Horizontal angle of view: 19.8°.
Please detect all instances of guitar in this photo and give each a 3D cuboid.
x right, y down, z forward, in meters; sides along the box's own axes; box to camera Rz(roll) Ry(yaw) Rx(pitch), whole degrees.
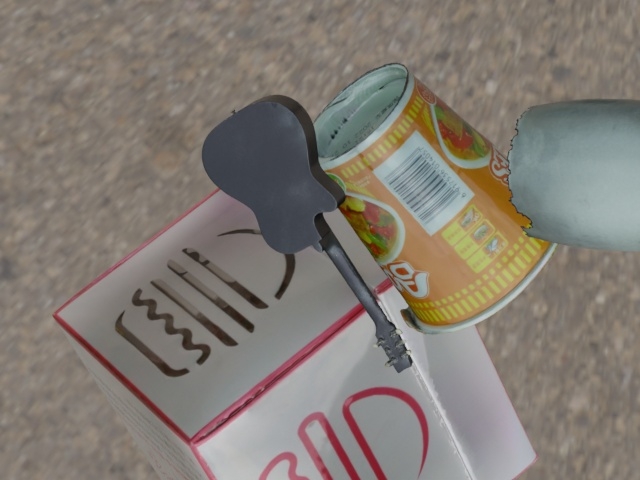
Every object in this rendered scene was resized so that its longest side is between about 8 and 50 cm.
[{"bbox_3d":[0.000,0.000,1.371,0.088,0.025,0.233,-31,94,27],"label":"guitar"}]

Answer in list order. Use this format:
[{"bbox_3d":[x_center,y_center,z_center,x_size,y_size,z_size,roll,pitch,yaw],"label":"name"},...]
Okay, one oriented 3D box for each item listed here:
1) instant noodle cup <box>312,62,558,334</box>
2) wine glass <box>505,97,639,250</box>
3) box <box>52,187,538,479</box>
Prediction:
[{"bbox_3d":[0.083,-0.042,1.524,0.168,0.168,0.185,-35,115,19],"label":"instant noodle cup"},{"bbox_3d":[0.299,0.009,1.123,0.309,0.096,0.264,2,149,32],"label":"wine glass"},{"bbox_3d":[-0.026,0.139,1.811,0.300,0.314,0.312,-38,128,-14],"label":"box"}]
